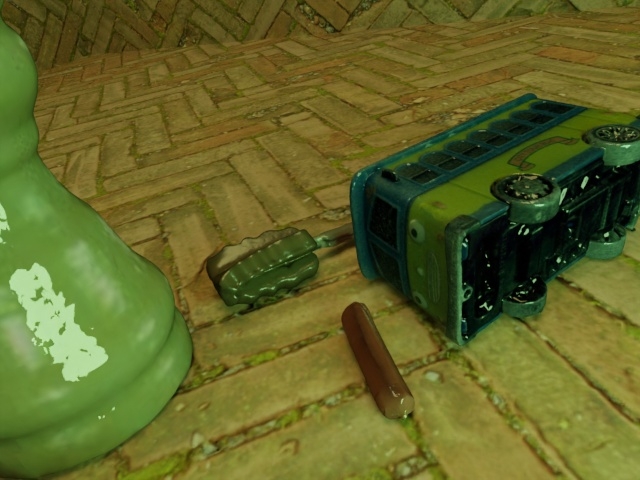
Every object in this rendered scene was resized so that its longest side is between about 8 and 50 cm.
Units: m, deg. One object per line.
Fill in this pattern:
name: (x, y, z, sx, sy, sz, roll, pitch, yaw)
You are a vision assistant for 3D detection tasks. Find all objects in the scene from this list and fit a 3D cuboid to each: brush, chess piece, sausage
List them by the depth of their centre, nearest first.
chess piece: (-0.286, -0.022, 0.391, 0.234, 0.442, 0.234, -7, 34, 5)
sausage: (0.052, 0.112, 0.460, 0.030, 0.035, 0.147, -43, 31, 11)
brush: (0.000, 0.000, 0.619, 0.301, 0.071, 0.084, -20, 30, -23)

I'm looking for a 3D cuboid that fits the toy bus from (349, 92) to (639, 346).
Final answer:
toy bus: (0.208, -0.041, 0.533, 0.312, 0.152, 0.190, -27, 37, -23)
